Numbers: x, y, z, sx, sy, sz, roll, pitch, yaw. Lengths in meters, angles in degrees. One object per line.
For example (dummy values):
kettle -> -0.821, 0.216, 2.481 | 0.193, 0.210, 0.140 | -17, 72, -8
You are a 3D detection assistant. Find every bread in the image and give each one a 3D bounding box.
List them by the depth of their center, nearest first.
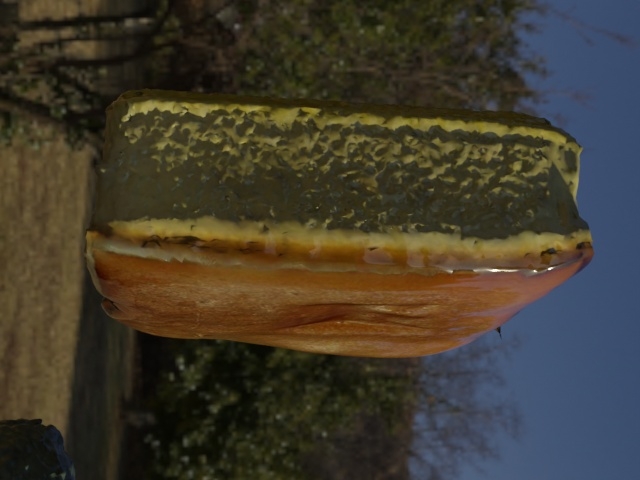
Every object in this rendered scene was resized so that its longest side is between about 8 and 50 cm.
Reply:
bread -> 0.000, 0.000, 0.856 | 0.323, 0.333, 0.143 | 111, -19, -75

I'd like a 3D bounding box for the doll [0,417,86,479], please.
doll -> -0.278, 0.323, 0.911 | 0.247, 0.247, 0.350 | -131, -140, -75
